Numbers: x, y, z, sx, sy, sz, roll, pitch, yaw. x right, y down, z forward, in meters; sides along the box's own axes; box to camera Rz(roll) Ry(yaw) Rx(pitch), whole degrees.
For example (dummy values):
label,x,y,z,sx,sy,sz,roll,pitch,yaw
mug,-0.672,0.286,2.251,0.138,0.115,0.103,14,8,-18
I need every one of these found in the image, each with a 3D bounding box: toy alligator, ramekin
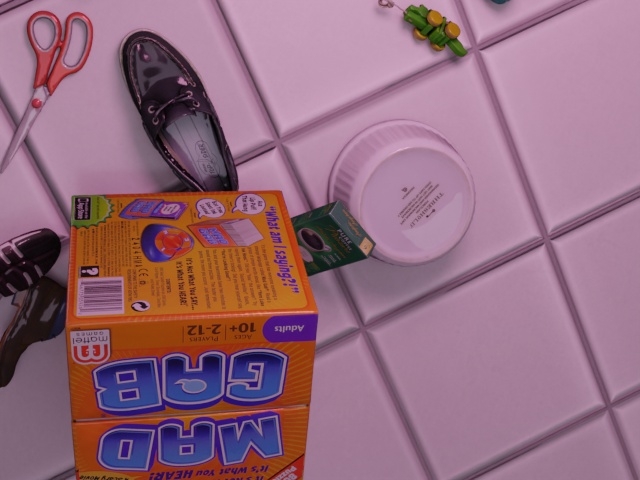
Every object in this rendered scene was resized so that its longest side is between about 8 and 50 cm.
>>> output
label,x,y,z,sx,sy,sz,roll,pitch,yaw
toy alligator,0.187,-0.392,1.772,0.189,0.056,0.051,30,55,-16
ramekin,0.155,-0.077,1.803,0.273,0.127,0.273,-3,104,-11

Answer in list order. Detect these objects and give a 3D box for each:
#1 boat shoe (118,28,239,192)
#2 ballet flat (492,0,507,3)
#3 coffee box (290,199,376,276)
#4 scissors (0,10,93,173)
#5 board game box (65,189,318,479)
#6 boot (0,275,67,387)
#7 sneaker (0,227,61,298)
label,x,y,z,sx,sy,sz,roll,pitch,yaw
boat shoe,-0.235,-0.199,1.699,0.127,0.113,0.340,-23,108,-6
ballet flat,0.258,-0.520,1.746,0.247,0.083,0.087,38,70,-18
coffee box,0.000,0.000,1.772,0.113,0.184,0.040,48,52,-18
scissors,-0.462,-0.245,1.689,0.109,0.021,0.297,12,100,-16
board game box,-0.218,0.160,1.621,0.356,0.356,0.356,-2,123,-11
boot,-0.503,0.169,1.756,0.106,0.082,0.219,17,98,-12
sneaker,-0.590,0.038,1.684,0.281,0.162,0.106,-36,144,-18
